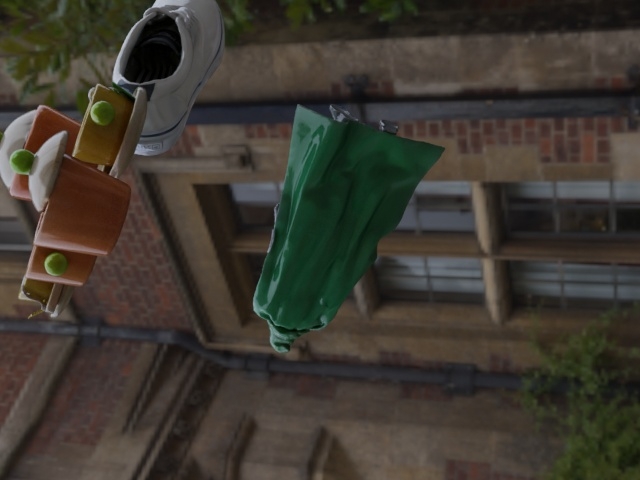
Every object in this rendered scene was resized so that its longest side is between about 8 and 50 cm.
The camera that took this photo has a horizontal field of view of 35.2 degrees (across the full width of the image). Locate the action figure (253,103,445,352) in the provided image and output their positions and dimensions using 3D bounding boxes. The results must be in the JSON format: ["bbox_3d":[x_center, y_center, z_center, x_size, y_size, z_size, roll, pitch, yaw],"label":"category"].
[{"bbox_3d":[0.000,0.000,0.883,0.063,0.137,0.232,-111,41,-62],"label":"action figure"}]

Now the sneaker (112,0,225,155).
[{"bbox_3d":[-0.150,-0.201,1.036,0.091,0.094,0.258,99,177,-47],"label":"sneaker"}]

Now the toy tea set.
[{"bbox_3d":[-0.244,-0.052,0.888,0.336,0.124,0.200,150,136,-65],"label":"toy tea set"}]
